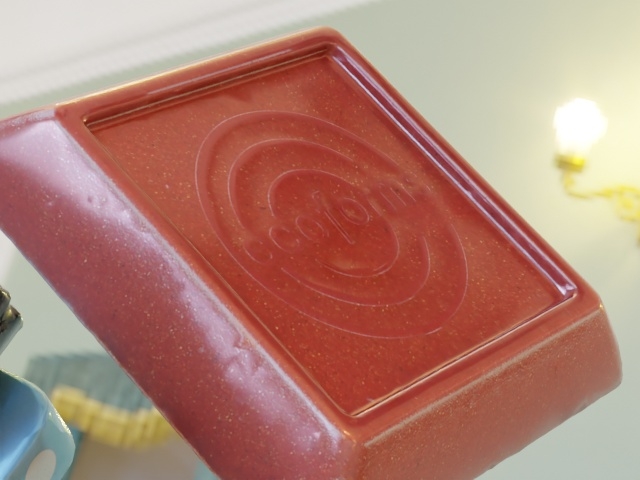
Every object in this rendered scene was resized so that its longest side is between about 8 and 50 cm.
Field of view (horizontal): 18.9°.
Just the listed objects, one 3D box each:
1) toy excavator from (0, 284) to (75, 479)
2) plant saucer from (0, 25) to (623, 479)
[{"bbox_3d":[-0.222,0.189,1.149,0.433,0.222,0.445,23,-24,26],"label":"toy excavator"},{"bbox_3d":[0.000,0.000,0.894,0.259,0.258,0.048,46,-51,18],"label":"plant saucer"}]
